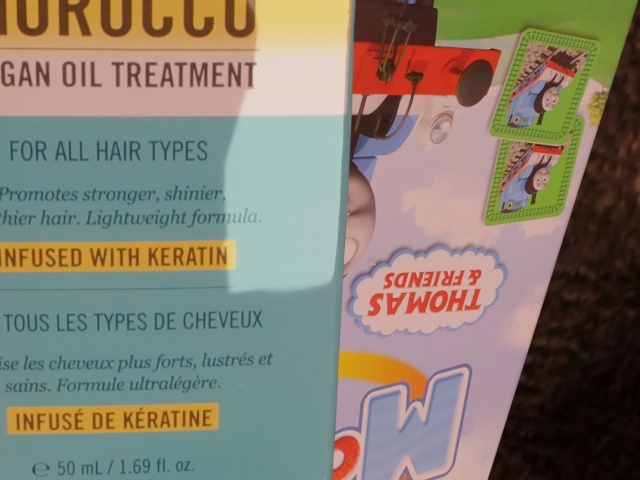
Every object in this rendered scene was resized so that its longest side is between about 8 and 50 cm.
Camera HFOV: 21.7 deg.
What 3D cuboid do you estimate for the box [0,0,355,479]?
[{"bbox_3d":[-0.043,-0.064,0.354,0.100,0.060,0.244,-1,113,-7],"label":"box"}]

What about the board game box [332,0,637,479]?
[{"bbox_3d":[0.000,0.000,0.475,0.160,0.039,0.211,-1,116,-36],"label":"board game box"}]
